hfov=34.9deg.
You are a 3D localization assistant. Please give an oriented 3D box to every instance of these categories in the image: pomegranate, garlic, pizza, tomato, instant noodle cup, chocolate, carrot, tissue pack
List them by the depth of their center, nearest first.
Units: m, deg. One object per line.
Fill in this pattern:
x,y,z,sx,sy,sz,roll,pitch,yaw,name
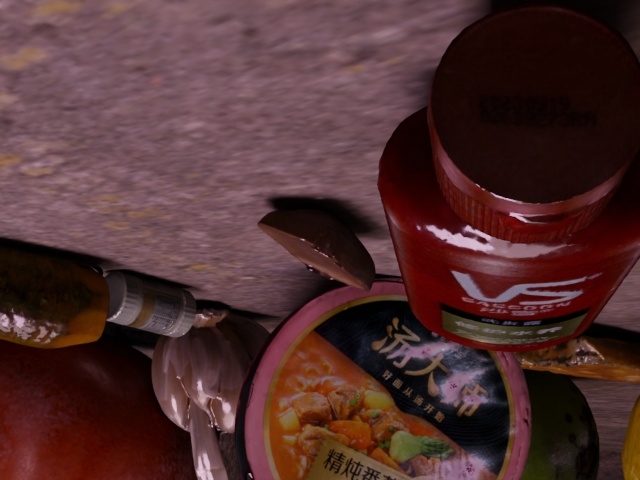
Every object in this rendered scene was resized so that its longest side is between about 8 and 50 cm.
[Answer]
0.000,0.000,0.639,0.064,0.031,0.100,20,170,27,chocolate
-0.260,0.043,0.832,0.173,0.082,0.082,9,167,-26,carrot
0.032,0.152,0.906,0.243,0.244,0.255,8,175,-9,instant noodle cup
0.252,0.116,1.009,0.184,0.036,0.176,15,166,-41,pizza
-0.104,0.161,1.052,0.131,0.194,0.127,-16,168,24,garlic
-0.261,0.176,1.107,0.338,0.144,0.338,33,-176,-2,tomato
0.188,0.247,1.129,0.254,0.271,0.254,-28,160,-11,pomegranate
-0.205,0.118,1.243,0.122,0.026,0.193,11,166,-23,tissue pack

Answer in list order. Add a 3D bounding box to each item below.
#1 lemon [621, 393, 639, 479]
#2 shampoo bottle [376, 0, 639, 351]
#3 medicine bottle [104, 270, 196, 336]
0.357,0.177,0.805,0.233,0.234,0.288,3,168,14,lemon
0.090,-0.006,0.470,0.118,0.076,0.314,7,167,9,shampoo bottle
-0.158,0.058,0.924,0.047,0.047,0.083,-6,162,42,medicine bottle
